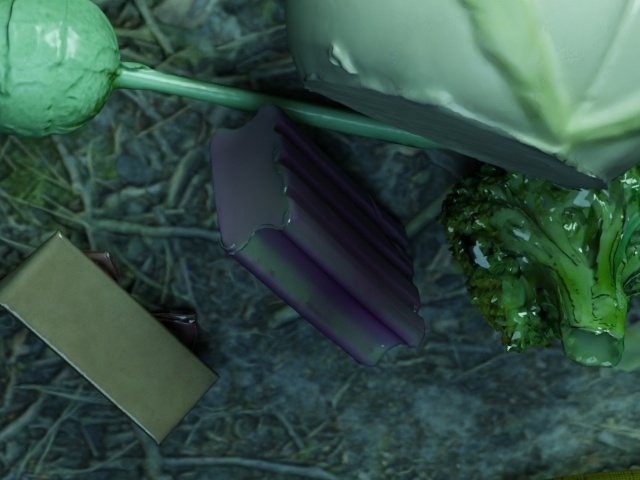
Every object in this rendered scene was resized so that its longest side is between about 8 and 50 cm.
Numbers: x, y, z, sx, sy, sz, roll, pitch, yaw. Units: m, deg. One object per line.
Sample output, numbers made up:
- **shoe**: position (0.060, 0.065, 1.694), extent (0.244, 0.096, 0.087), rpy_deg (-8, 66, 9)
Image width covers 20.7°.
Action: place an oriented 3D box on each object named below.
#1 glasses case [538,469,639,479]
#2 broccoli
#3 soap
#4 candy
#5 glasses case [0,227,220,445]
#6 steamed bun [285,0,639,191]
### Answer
- **glasses case**: position (0.265, 0.236, 1.502), extent (0.234, 0.079, 0.064), rpy_deg (-5, 159, 4)
- **broccoli**: position (0.192, 0.021, 1.327), extent (0.220, 0.194, 0.194), rpy_deg (19, 118, -14)
- **soap**: position (0.000, 0.000, 1.324), extent (0.065, 0.122, 0.203), rpy_deg (-25, 139, 20)
- **candy**: position (-0.064, -0.109, 1.330), extent (0.440, 0.119, 0.119), rpy_deg (10, 119, -11)
- **glasses case**: position (-0.172, 0.067, 1.448), extent (0.193, 0.070, 0.102), rpy_deg (43, 84, -17)
- **steamed bun**: position (0.133, -0.201, 1.169), extent (0.309, 0.309, 0.309), rpy_deg (1, 118, 2)
